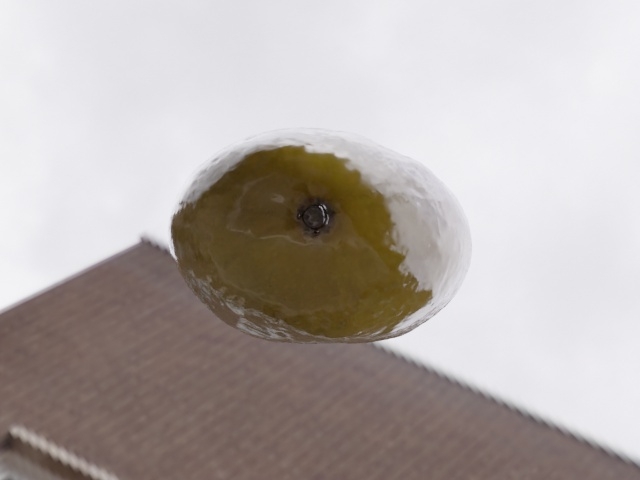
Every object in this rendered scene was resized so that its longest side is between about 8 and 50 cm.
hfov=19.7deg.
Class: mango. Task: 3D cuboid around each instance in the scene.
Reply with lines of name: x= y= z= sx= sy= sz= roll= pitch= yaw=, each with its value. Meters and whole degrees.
mango: x=0.008 y=0.001 z=1.253 sx=0.195 sy=0.331 sz=0.142 roll=7 pitch=-90 yaw=11
